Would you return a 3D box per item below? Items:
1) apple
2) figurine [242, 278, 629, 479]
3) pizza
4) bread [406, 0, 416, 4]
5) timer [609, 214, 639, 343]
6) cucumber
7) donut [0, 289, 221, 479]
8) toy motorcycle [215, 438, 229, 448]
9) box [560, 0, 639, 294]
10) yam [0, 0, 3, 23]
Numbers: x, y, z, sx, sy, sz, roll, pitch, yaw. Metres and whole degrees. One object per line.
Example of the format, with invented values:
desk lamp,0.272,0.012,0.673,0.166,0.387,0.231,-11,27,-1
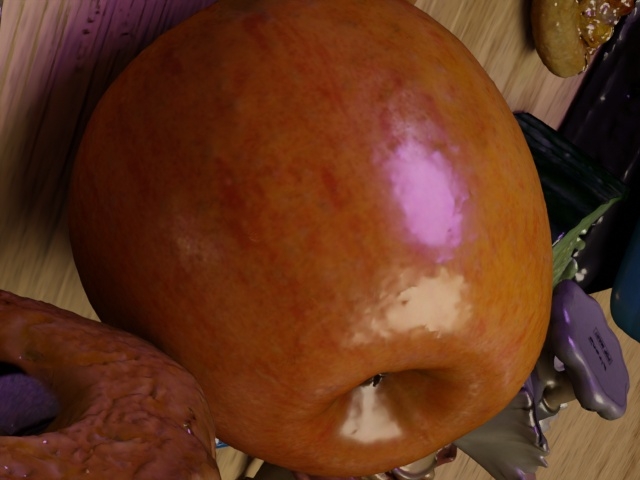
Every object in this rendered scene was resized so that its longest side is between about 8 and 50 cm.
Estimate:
apple,0.000,0.000,1.063,0.299,0.275,0.299,-22,159,-9
figurine,0.063,0.136,1.412,0.387,0.207,0.166,-20,-168,33
pizza,0.229,-0.238,1.377,0.127,0.058,0.246,-8,130,-52
bread,0.042,-0.206,1.113,0.125,0.082,0.106,-54,159,11
timer,0.418,-0.051,1.639,0.309,0.115,0.340,-32,149,-37
cucumber,0.161,-0.003,1.493,0.191,0.130,0.191,-36,153,-22
donut,-0.204,0.131,0.912,0.317,0.299,0.150,-1,118,-37
toy motorcycle,-0.078,0.130,1.333,0.254,0.092,0.135,-27,154,-23
box,0.353,-0.104,1.691,0.350,0.091,0.359,-12,135,-50
yam,-0.216,-0.087,0.855,0.106,0.106,0.259,-21,141,-44
